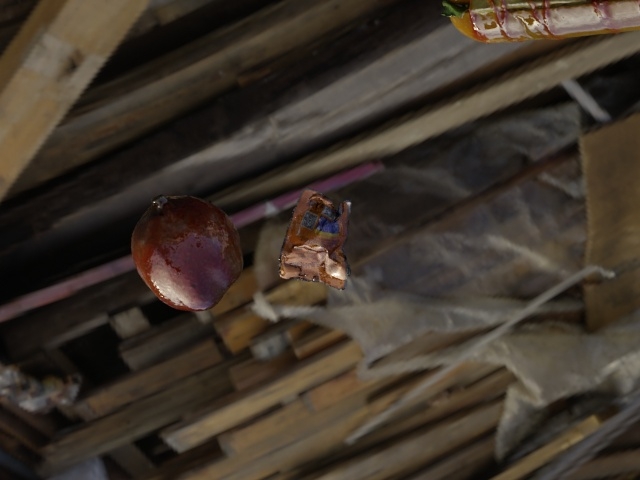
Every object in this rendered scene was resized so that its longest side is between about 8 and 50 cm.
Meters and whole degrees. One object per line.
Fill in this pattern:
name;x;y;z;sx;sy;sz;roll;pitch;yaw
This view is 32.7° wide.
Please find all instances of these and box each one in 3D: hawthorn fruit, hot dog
hawthorn fruit;-0.207;0.010;1.623;0.169;0.169;0.188;-31;127;7
hot dog;0.219;-0.226;0.932;0.250;0.104;0.076;4;-172;37

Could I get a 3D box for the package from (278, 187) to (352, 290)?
package;-0.001;0.000;1.171;0.077;0.033;0.110;10;109;-8
